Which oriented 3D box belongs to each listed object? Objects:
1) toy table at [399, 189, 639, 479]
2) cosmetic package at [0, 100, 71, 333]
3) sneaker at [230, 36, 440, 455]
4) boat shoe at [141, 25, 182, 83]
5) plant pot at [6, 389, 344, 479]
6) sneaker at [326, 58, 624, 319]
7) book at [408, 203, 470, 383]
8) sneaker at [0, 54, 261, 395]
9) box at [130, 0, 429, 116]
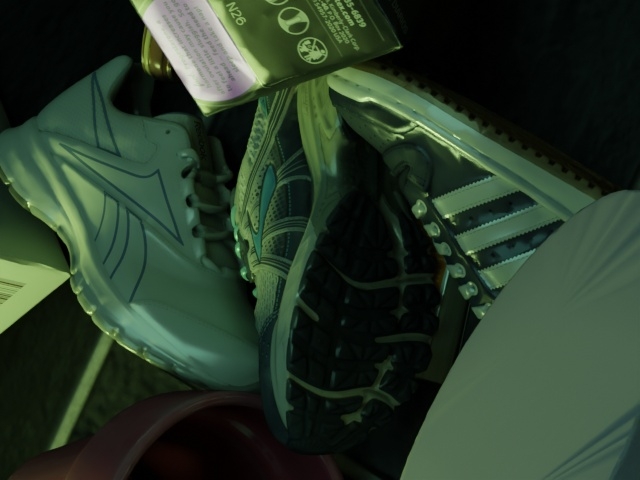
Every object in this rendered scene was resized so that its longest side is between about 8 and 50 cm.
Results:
[{"bbox_3d":[0.155,0.132,0.968,0.274,0.161,0.252,-59,23,-14],"label":"toy table"},{"bbox_3d":[-0.390,0.011,1.498,0.377,0.097,0.284,-37,62,22],"label":"cosmetic package"},{"bbox_3d":[0.000,0.000,1.211,0.122,0.110,0.283,-18,57,47],"label":"sneaker"},{"bbox_3d":[-0.060,-0.182,1.330,0.060,0.064,0.178,29,85,21],"label":"boat shoe"},{"bbox_3d":[-0.108,0.194,1.215,0.180,0.201,0.201,-6,75,49],"label":"plant pot"},{"bbox_3d":[0.097,0.016,1.123,0.282,0.099,0.153,33,101,11],"label":"sneaker"},{"bbox_3d":[0.052,0.011,1.235,0.096,0.035,0.144,10,84,39],"label":"book"},{"bbox_3d":[-0.109,-0.013,1.308,0.129,0.111,0.297,-46,59,10],"label":"sneaker"},{"bbox_3d":[-0.008,-0.223,1.169,0.143,0.165,0.270,-17,28,31],"label":"box"}]
